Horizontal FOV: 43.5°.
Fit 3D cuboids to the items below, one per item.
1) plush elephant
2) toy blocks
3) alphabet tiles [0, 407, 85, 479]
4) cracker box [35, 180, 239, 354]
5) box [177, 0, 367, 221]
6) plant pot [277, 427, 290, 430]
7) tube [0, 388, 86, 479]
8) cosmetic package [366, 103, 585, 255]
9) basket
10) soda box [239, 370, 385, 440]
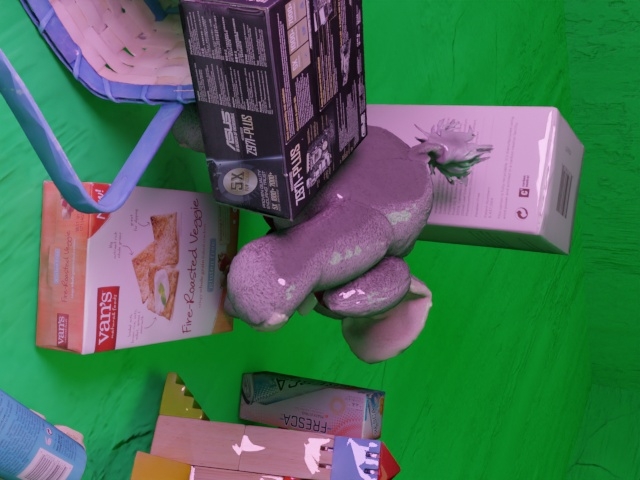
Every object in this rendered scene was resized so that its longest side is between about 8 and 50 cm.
[{"bbox_3d":[0.000,0.000,0.848,0.330,0.272,0.255,-13,146,-29],"label":"plush elephant"},{"bbox_3d":[-0.060,0.345,0.819,0.191,0.260,0.381,84,13,-64],"label":"toy blocks"},{"bbox_3d":[-0.308,0.274,0.674,0.284,0.021,0.278,50,53,-51],"label":"alphabet tiles"},{"bbox_3d":[-0.175,0.024,0.818,0.232,0.067,0.156,0,94,-60],"label":"cracker box"},{"bbox_3d":[-0.028,-0.133,0.644,0.147,0.077,0.180,-52,148,-42],"label":"box"},{"bbox_3d":[0.016,0.404,1.041,0.203,0.291,0.291,-58,144,-12],"label":"plant pot"},{"bbox_3d":[-0.274,0.147,0.646,0.207,0.052,0.080,53,45,-44],"label":"tube"},{"bbox_3d":[0.131,-0.079,1.040,0.197,0.365,0.155,17,82,-63],"label":"cosmetic package"},{"bbox_3d":[-0.170,-0.198,0.651,0.289,0.201,0.255,-66,146,-43],"label":"basket"},{"bbox_3d":[-0.012,0.209,1.020,0.058,0.183,0.063,11,84,-61],"label":"soda box"}]
